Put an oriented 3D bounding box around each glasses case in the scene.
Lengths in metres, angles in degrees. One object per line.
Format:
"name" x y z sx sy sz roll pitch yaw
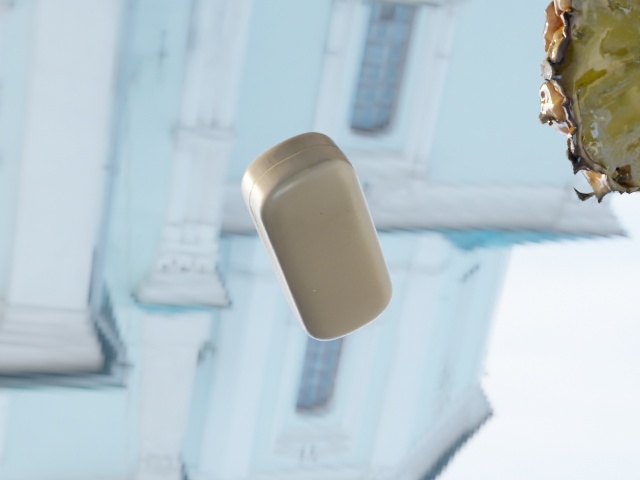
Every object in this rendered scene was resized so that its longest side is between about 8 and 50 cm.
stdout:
"glasses case" 0.000 0.000 1.318 0.083 0.196 0.050 -29 -130 -9

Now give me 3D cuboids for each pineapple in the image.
"pineapple" 0.208 -0.106 0.969 0.221 0.221 0.047 -1 -163 -21
